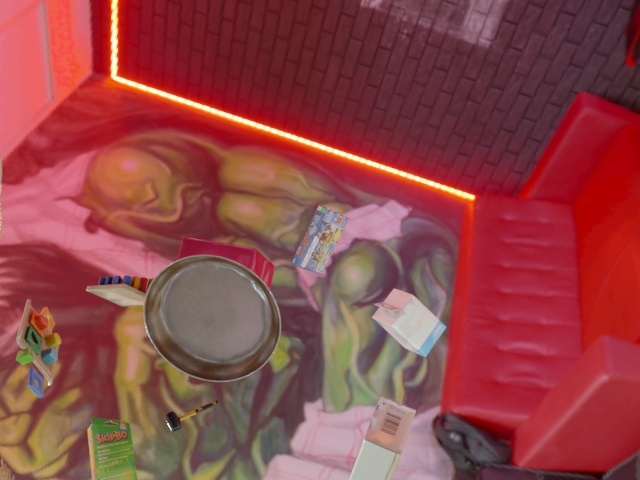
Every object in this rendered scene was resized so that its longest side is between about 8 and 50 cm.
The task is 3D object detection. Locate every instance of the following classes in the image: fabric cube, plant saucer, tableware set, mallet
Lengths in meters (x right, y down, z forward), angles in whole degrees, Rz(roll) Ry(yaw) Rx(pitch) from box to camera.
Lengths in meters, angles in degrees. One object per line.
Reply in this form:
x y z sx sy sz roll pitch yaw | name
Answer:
-0.317 0.157 2.129 0.259 0.254 0.258 53 -133 -71 | fabric cube
-0.238 0.169 1.477 0.050 0.310 0.311 -74 2 -70 | plant saucer
-0.642 0.534 1.336 0.169 0.020 0.141 -105 20 -55 | tableware set
-0.428 0.565 2.199 0.189 0.062 0.039 -25 -25 -41 | mallet

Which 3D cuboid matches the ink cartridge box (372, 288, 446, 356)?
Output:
0.199 0.183 1.527 0.090 0.143 0.092 -51 23 -11 | ink cartridge box

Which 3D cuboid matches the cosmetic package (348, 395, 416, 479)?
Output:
0.169 0.606 1.900 0.309 0.113 0.160 100 -165 -44 | cosmetic package

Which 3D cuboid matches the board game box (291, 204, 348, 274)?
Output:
0.000 0.000 2.070 0.136 0.035 0.201 22 -85 -56 | board game box

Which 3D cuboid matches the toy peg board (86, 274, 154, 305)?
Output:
-0.609 0.142 2.070 0.160 0.161 0.079 40 -129 -52 | toy peg board

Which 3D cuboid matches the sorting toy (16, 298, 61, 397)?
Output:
-0.780 0.280 1.866 0.348 0.047 0.196 -116 7 -58 | sorting toy

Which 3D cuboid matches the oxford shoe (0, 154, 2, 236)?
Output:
-0.988 -0.166 1.850 0.130 0.169 0.449 28 -142 -55 | oxford shoe

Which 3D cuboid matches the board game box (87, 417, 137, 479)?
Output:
-0.582 0.620 1.858 0.039 0.124 0.259 -45 45 27 | board game box
